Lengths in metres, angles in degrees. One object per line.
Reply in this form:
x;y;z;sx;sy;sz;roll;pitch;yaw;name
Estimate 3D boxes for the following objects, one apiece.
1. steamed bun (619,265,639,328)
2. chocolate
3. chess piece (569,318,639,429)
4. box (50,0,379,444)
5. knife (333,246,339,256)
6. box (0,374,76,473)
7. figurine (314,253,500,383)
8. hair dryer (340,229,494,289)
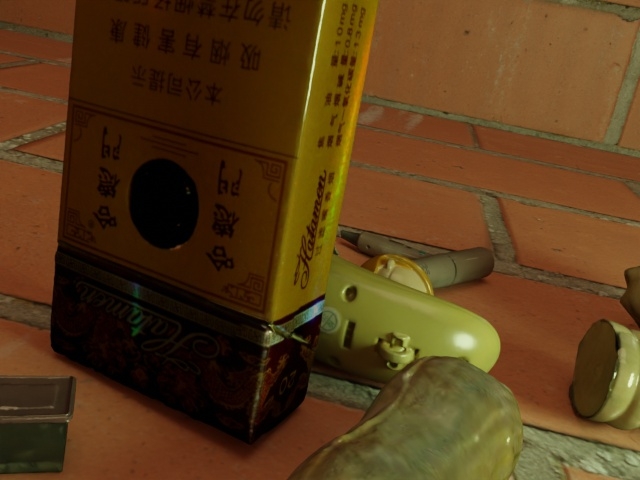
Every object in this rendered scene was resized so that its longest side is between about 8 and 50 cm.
0.526;0.086;0.956;0.192;0.178;0.106;27;-11;24;steamed bun
0.069;0.180;0.530;0.134;0.134;0.309;23;24;30;chocolate
0.448;0.187;0.738;0.307;0.139;0.124;18;66;7;chess piece
-0.112;-0.049;0.639;0.264;0.416;0.115;18;17;23;box
-0.001;0.002;0.901;0.047;0.017;0.298;9;-17;11;knife
-0.246;0.150;0.550;0.084;0.063;0.060;4;23;-18;box
0.055;0.079;0.807;0.324;0.124;0.222;17;16;21;figurine
0.140;0.023;1.105;0.195;0.054;0.220;-7;20;-40;hair dryer
